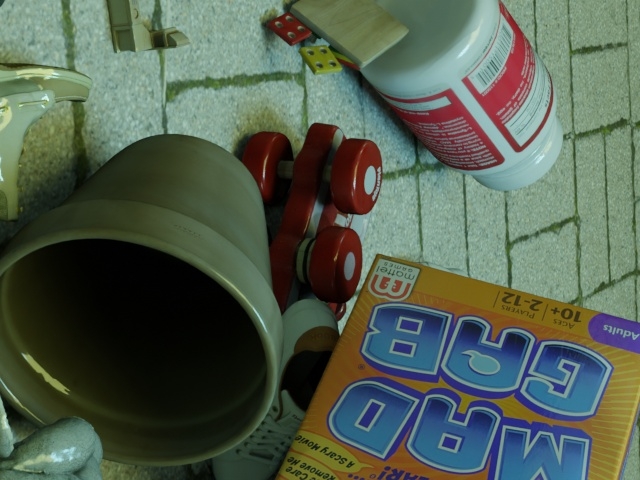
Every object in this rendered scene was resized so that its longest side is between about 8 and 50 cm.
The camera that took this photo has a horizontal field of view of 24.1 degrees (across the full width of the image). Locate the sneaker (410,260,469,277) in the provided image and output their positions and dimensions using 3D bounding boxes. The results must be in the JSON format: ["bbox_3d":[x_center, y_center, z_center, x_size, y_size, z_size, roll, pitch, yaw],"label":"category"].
[{"bbox_3d":[0.144,0.178,2.350,0.152,0.114,0.305,20,72,-38],"label":"sneaker"}]

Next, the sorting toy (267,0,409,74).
[{"bbox_3d":[0.031,-0.295,2.117,0.274,0.132,0.046,-41,167,-47],"label":"sorting toy"}]

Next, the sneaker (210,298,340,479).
[{"bbox_3d":[-0.057,0.220,1.886,0.106,0.123,0.290,16,114,-22],"label":"sneaker"}]

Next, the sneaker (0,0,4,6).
[{"bbox_3d":[-0.408,-0.389,1.401,0.147,0.145,0.384,-85,158,-49],"label":"sneaker"}]

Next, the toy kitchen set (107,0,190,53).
[{"bbox_3d":[-0.197,-0.264,1.781,0.083,0.068,0.075,-27,114,-56],"label":"toy kitchen set"}]

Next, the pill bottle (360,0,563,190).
[{"bbox_3d":[0.227,-0.243,2.326,0.408,0.229,0.229,43,55,-51],"label":"pill bottle"}]

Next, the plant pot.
[{"bbox_3d":[-0.180,0.034,1.636,0.280,0.323,0.323,-76,150,-50],"label":"plant pot"}]

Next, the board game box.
[{"bbox_3d":[0.176,0.297,1.825,0.356,0.356,0.356,89,21,-48],"label":"board game box"}]

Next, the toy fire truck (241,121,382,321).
[{"bbox_3d":[0.000,0.000,2.031,0.254,0.169,0.302,48,52,-60],"label":"toy fire truck"}]

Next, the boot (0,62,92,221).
[{"bbox_3d":[-0.324,-0.102,1.572,0.213,0.077,0.165,-8,97,-53],"label":"boot"}]

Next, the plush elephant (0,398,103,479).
[{"bbox_3d":[-0.344,0.242,1.397,0.255,0.330,0.272,41,78,-18],"label":"plush elephant"}]
